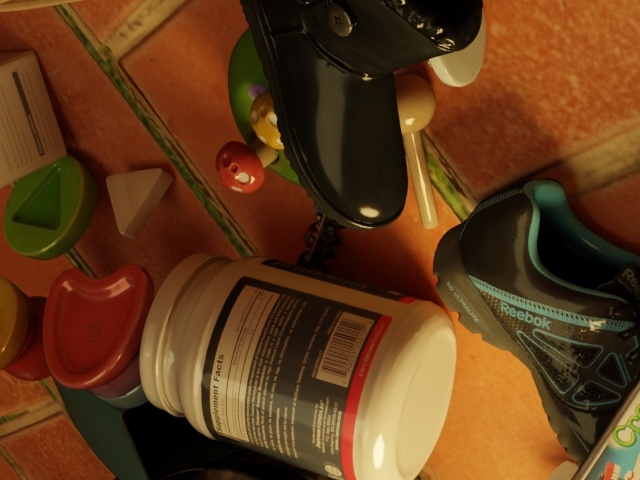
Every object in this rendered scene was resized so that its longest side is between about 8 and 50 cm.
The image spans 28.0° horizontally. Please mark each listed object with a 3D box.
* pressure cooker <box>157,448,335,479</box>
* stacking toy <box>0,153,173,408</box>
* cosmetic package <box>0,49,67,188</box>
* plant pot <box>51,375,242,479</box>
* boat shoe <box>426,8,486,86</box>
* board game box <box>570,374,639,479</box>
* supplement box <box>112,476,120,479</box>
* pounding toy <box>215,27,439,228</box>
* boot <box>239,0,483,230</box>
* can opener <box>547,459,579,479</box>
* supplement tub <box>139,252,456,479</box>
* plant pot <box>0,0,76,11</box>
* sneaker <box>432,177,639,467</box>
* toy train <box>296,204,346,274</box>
[{"bbox_3d":[-0.048,0.412,1.316,0.370,0.420,0.375,-31,66,21],"label":"pressure cooker"},{"bbox_3d":[-0.266,0.053,1.497,0.309,0.280,0.130,7,163,38],"label":"stacking toy"},{"bbox_3d":[-0.459,-0.118,1.479,0.224,0.224,0.138,6,118,43],"label":"cosmetic package"},{"bbox_3d":[-0.227,0.194,1.607,0.234,0.165,0.166,19,136,45],"label":"plant pot"},{"bbox_3d":[0.068,-0.208,1.015,0.083,0.065,0.183,3,120,50],"label":"boat shoe"},{"bbox_3d":[0.334,0.134,0.951,0.193,0.053,0.305,32,118,12],"label":"board game box"},{"bbox_3d":[-0.224,0.414,1.866,0.188,0.081,0.104,40,144,11],"label":"supplement box"},{"bbox_3d":[-0.015,-0.093,1.160,0.237,0.110,0.183,25,138,29],"label":"pounding toy"},{"bbox_3d":[0.044,-0.128,0.965,0.207,0.094,0.246,-8,106,60],"label":"boot"},{"bbox_3d":[0.308,0.282,1.179,0.093,0.074,0.280,23,179,-33],"label":"can opener"},{"bbox_3d":[-0.019,0.124,1.264,0.272,0.191,0.191,15,133,23],"label":"supplement tub"},{"bbox_3d":[-0.172,-0.320,1.026,0.263,0.263,0.229,-1,105,46],"label":"plant pot"},{"bbox_3d":[0.242,0.096,1.060,0.341,0.125,0.140,44,141,3],"label":"sneaker"},{"bbox_3d":[0.000,0.000,1.303,0.036,0.027,0.158,48,147,20],"label":"toy train"}]
